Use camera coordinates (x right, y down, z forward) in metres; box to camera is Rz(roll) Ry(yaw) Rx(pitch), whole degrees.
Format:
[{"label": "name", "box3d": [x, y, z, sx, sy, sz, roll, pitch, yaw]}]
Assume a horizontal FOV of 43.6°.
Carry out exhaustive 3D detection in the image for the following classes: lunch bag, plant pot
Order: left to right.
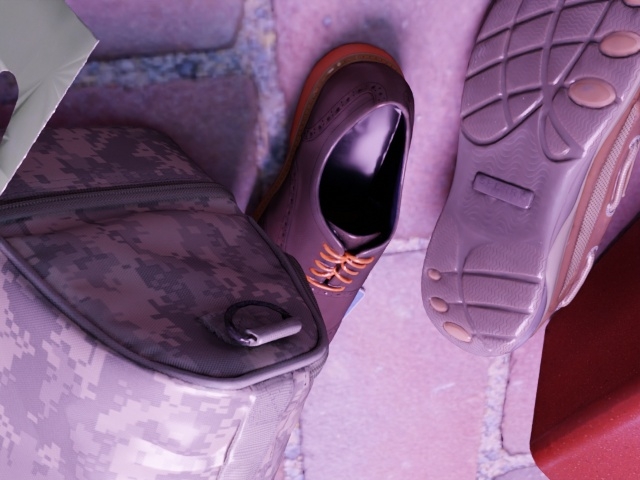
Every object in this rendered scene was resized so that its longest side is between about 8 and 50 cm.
[{"label": "lunch bag", "box3d": [-0.134, 0.112, 0.509, 0.212, 0.256, 0.305, -7, 127, -42]}, {"label": "plant pot", "box3d": [0.313, 0.117, 0.608, 0.267, 0.267, 0.235, 45, 125, -9]}]

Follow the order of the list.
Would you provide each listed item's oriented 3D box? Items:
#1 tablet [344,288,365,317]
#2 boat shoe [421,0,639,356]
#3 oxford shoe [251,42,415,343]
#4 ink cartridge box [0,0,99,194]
[{"label": "tablet", "box3d": [-0.007, 0.061, 0.678, 0.054, 0.006, 0.083, 31, 111, -25]}, {"label": "boat shoe", "box3d": [0.169, -0.074, 0.575, 0.116, 0.123, 0.325, -4, 120, -48]}, {"label": "oxford shoe", "box3d": [0.000, 0.000, 0.582, 0.096, 0.098, 0.272, 6, 119, -14]}, {"label": "ink cartridge box", "box3d": [-0.229, -0.111, 0.405, 0.171, 0.235, 0.056, -50, 153, 20]}]
